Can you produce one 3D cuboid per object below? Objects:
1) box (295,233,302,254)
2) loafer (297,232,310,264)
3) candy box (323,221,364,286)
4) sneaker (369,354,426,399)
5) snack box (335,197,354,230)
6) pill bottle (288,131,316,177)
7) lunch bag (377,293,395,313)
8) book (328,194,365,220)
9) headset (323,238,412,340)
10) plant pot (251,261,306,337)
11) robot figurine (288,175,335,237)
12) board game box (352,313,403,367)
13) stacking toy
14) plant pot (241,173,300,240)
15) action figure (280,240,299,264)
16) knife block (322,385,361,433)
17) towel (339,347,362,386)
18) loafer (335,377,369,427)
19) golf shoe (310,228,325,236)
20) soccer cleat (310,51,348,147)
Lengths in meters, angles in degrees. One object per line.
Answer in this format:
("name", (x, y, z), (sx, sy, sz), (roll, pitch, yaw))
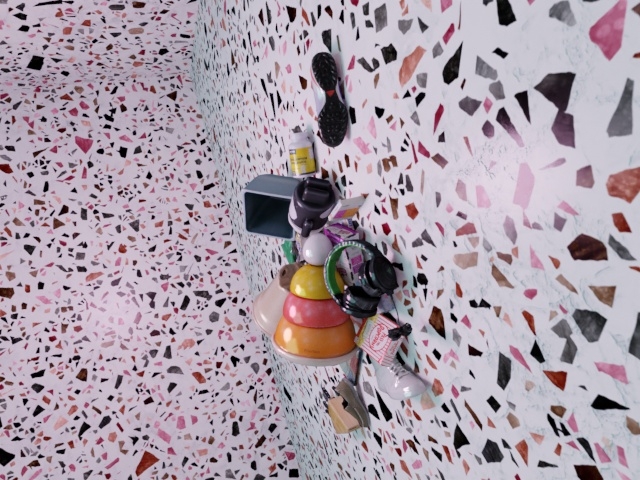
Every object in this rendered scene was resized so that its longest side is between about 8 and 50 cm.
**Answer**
("box", (-0.089, -0.009, 2.156), (0.168, 0.059, 0.054), (70, 157, 12))
("loafer", (-0.048, 0.072, 2.037), (0.319, 0.112, 0.112), (66, 156, 23))
("candy box", (0.099, 0.063, 1.687), (0.159, 0.071, 0.233), (30, 140, 58))
("sneaker", (0.255, 0.457, 1.555), (0.169, 0.108, 0.292), (71, 159, 4))
("snack box", (0.100, -0.072, 1.709), (0.064, 0.022, 0.178), (147, 107, -69))
("pill bottle", (-0.080, -0.362, 1.854), (0.103, 0.103, 0.183), (24, 125, 63))
("lunch bag", (0.221, 0.214, 1.560), (0.071, 0.053, 0.083), (135, 127, -64))
("book", (0.093, -0.114, 1.600), (0.035, 0.097, 0.144), (70, 157, 14))
("headset", (0.149, 0.168, 1.453), (0.394, 0.185, 0.243), (45, 120, 26))
("plant pot", (-0.147, 0.283, 2.194), (0.333, 0.334, 0.305), (61, 143, 32))
("robot figurine", (-0.041, -0.141, 1.800), (0.173, 0.209, 0.278), (44, 149, 14))
("board game box", (0.211, 0.343, 1.572), (0.146, 0.045, 0.193), (-64, 28, -1))
("stacking toy", (-0.004, 0.207, 1.693), (0.351, 0.351, 0.478), (-150, 61, -61))
("plant pot", (-0.206, -0.184, 2.064), (0.252, 0.248, 0.247), (-71, -11, -50))
("action figure", (-0.146, 0.104, 2.363), (0.137, 0.064, 0.232), (121, 135, -58))
("knife block", (0.095, 0.840, 2.208), (0.241, 0.088, 0.275), (68, 157, 17))
("towel", (0.082, 0.473, 2.076), (0.370, 0.040, 0.271), (52, 149, 45))
("loafer", (0.140, 0.756, 2.014), (0.251, 0.088, 0.094), (62, 158, 0))
("golf shoe", (0.000, 0.000, 1.923), (0.176, 0.069, 0.085), (-121, 39, -56))
("soccer cleat", (0.028, -0.490, 1.543), (0.116, 0.109, 0.317), (-107, 6, -76))
